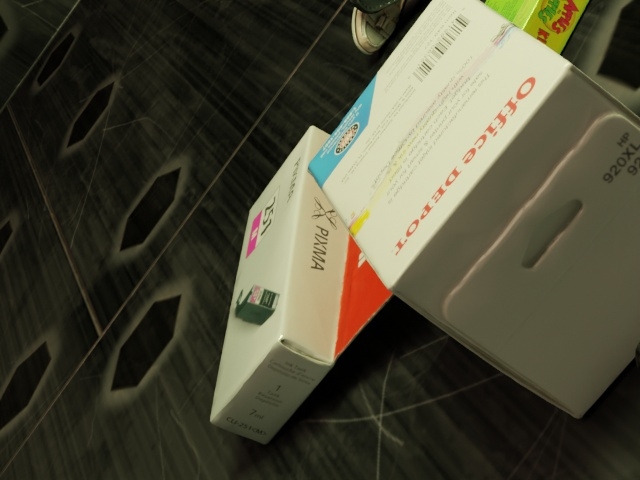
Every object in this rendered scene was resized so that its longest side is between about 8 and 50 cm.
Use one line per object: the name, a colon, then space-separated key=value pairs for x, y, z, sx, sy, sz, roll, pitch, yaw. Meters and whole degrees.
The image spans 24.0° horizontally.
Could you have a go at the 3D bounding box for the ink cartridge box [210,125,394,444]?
ink cartridge box: x=0.000 y=0.000 z=1.280 sx=0.239 sy=0.060 sz=0.275 roll=-53 pitch=20 yaw=39

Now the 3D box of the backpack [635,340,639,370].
backpack: x=0.282 y=-0.037 z=0.642 sx=0.263 sy=0.213 sz=0.276 roll=-40 pitch=32 yaw=50

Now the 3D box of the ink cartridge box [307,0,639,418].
ink cartridge box: x=0.126 y=-0.033 z=0.987 sx=0.171 sy=0.168 sz=0.232 roll=-52 pitch=23 yaw=10

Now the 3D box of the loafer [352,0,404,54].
loafer: x=0.066 y=-0.245 z=1.555 sx=0.039 sy=0.045 sz=0.125 roll=-23 pitch=35 yaw=41

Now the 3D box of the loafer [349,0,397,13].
loafer: x=0.115 y=-0.305 z=1.482 sx=0.223 sy=0.076 sz=0.078 roll=-41 pitch=31 yaw=9

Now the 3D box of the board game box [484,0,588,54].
board game box: x=0.167 y=-0.175 z=1.261 sx=0.181 sy=0.043 sz=0.092 roll=-60 pitch=23 yaw=-12
